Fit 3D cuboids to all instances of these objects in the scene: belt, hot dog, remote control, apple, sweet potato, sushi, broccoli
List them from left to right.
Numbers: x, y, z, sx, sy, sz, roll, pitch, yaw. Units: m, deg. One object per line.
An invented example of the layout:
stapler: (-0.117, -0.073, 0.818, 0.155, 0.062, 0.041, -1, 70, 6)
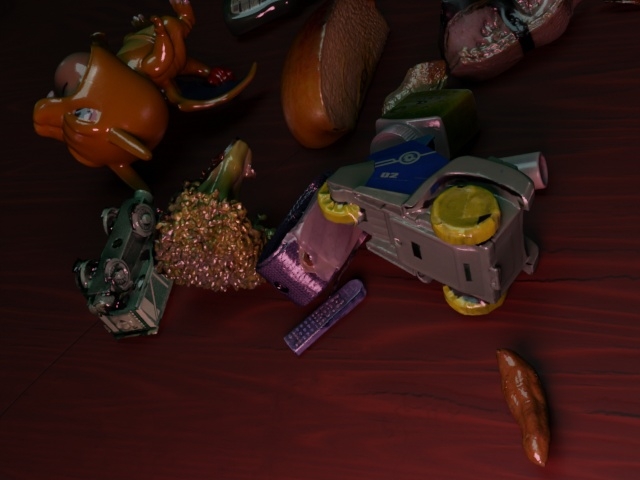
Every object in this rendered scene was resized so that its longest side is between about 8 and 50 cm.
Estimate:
broccoli: (-0.143, -0.023, 1.608, 0.180, 0.242, 0.273, 29, 76, 23)
belt: (0.000, 0.000, 1.540, 0.139, 0.126, 0.230, -32, 20, 52)
remote control: (0.011, 0.119, 1.505, 0.152, 0.027, 0.043, -39, 45, -4)
apple: (0.024, -0.341, 1.838, 0.254, 0.179, 0.346, -45, 19, 55)
hot dog: (0.167, -0.257, 1.731, 0.078, 0.061, 0.169, 43, 83, 10)
sushi: (0.349, -0.368, 1.697, 0.273, 0.134, 0.109, -12, 58, 3)
sweet potato: (0.266, 0.216, 1.226, 0.053, 0.054, 0.182, 2, 41, -10)

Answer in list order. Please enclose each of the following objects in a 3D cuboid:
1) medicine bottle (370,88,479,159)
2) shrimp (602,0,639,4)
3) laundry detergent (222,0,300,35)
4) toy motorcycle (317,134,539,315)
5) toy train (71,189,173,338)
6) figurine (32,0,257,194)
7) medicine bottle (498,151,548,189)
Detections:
medicine bottle: (0.166, -0.178, 1.593, 0.132, 0.088, 0.188, 3, 31, 36)
shrimp: (0.581, -0.464, 1.679, 0.195, 0.035, 0.148, 3, 55, 26)
laundry detergent: (-0.112, -0.551, 2.180, 0.221, 0.078, 0.144, -21, 39, 15)
toy motorcycle: (0.163, -0.055, 1.409, 0.326, 0.191, 0.200, 29, 63, 33)
toy train: (-0.340, 0.038, 1.709, 0.115, 0.154, 0.269, -10, 47, 24)
figurine: (-0.363, -0.313, 1.979, 0.401, 0.268, 0.387, 5, 52, 30)
medicine bottle: (0.243, -0.095, 1.532, 0.231, 0.059, 0.059, -7, 48, 27)
